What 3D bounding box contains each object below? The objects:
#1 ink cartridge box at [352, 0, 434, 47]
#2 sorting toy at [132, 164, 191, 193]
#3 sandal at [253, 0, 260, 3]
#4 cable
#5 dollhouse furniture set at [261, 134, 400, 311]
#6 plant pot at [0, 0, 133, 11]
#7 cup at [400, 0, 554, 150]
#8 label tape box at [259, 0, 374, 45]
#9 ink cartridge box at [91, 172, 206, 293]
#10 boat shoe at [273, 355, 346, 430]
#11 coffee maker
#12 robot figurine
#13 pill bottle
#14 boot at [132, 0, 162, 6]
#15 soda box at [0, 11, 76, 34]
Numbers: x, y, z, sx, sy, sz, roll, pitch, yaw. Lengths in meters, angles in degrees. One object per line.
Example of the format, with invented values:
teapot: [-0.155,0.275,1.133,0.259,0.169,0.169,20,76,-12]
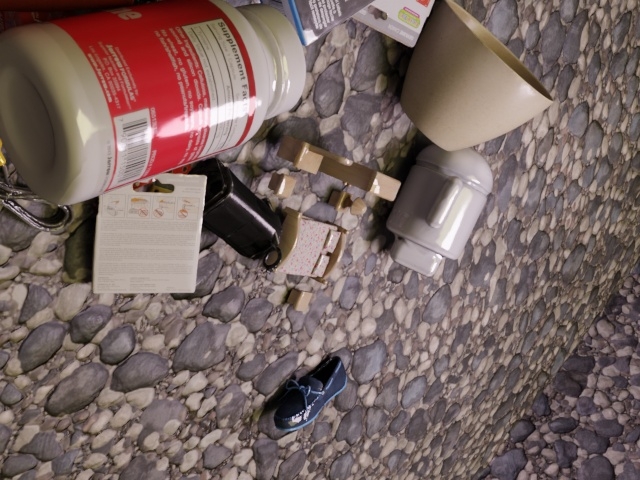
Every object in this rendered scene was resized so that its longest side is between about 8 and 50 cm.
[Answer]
ink cartridge box: [0.104,-0.550,1.485,0.309,0.130,0.272,9,105,-50]
sorting toy: [-0.311,-0.142,1.315,0.132,0.046,0.274,-52,141,-13]
sandal: [-0.072,-0.606,1.285,0.169,0.102,0.417,-33,142,-54]
cable: [-0.478,-0.074,1.144,0.139,0.072,0.287,-47,139,-12]
dollhouse furniture set: [0.000,0.000,1.611,0.303,0.173,0.356,14,99,-59]
plant pot: [-0.365,-0.411,0.898,0.235,0.267,0.268,-20,95,-18]
cup: [0.318,-0.341,1.738,0.237,0.331,0.331,-47,148,24]
label tape box: [0.042,-0.516,1.252,0.347,0.115,0.249,-36,134,-17]
ink cartridge box: [-0.298,-0.017,1.340,0.180,0.056,0.225,1,110,-20]
boat shoe: [-0.033,0.363,1.890,0.258,0.109,0.089,-38,130,-52]
coffee maker: [-0.154,-0.051,1.442,0.120,0.171,0.178,-51,140,-1]
robot figurine: [0.291,-0.091,1.897,0.300,0.199,0.354,-105,-140,-88]
pill bottle: [-0.222,-0.214,1.082,0.407,0.229,0.229,-26,129,-40]
boot: [-0.261,-0.289,1.246,0.161,0.083,0.247,33,66,-48]
soda box: [-0.399,-0.246,1.119,0.083,0.092,0.263,-25,128,-37]
